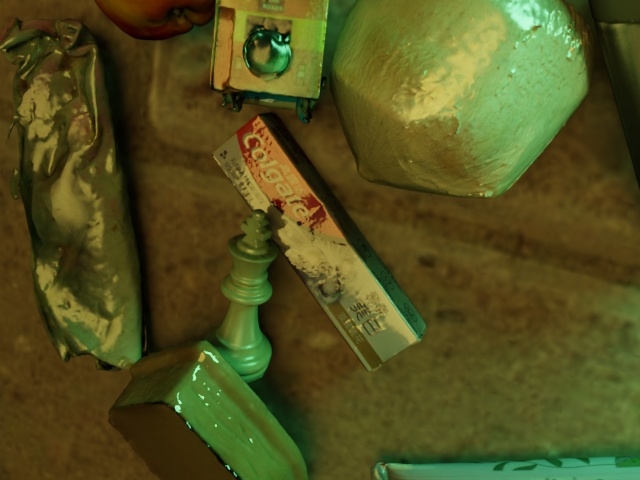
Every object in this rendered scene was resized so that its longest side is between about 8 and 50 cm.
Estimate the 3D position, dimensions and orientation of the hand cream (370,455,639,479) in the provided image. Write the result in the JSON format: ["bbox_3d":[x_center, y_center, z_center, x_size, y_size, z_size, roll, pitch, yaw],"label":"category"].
[{"bbox_3d":[0.169,0.206,0.563,0.256,0.055,0.088,-11,109,18],"label":"hand cream"}]

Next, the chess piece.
[{"bbox_3d":[-0.058,0.042,0.563,0.059,0.059,0.149,19,122,9],"label":"chess piece"}]

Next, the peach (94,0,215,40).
[{"bbox_3d":[-0.127,-0.203,0.535,0.100,0.101,0.101,3,101,13],"label":"peach"}]

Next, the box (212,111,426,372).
[{"bbox_3d":[0.000,0.000,0.570,0.055,0.039,0.218,-34,91,18],"label":"box"}]

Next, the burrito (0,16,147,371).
[{"bbox_3d":[-0.205,-0.029,0.601,0.096,0.066,0.309,-3,102,11],"label":"burrito"}]

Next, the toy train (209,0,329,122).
[{"bbox_3d":[-0.029,-0.132,0.478,0.072,0.188,0.099,9,97,-3],"label":"toy train"}]

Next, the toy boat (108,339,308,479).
[{"bbox_3d":[-0.084,0.176,0.584,0.116,0.061,0.188,-21,113,40],"label":"toy boat"}]

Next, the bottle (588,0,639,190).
[{"bbox_3d":[0.222,-0.099,0.446,0.079,0.096,0.254,-28,115,-2],"label":"bottle"}]

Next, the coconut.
[{"bbox_3d":[0.085,-0.102,0.470,0.161,0.161,0.162,37,109,4],"label":"coconut"}]
